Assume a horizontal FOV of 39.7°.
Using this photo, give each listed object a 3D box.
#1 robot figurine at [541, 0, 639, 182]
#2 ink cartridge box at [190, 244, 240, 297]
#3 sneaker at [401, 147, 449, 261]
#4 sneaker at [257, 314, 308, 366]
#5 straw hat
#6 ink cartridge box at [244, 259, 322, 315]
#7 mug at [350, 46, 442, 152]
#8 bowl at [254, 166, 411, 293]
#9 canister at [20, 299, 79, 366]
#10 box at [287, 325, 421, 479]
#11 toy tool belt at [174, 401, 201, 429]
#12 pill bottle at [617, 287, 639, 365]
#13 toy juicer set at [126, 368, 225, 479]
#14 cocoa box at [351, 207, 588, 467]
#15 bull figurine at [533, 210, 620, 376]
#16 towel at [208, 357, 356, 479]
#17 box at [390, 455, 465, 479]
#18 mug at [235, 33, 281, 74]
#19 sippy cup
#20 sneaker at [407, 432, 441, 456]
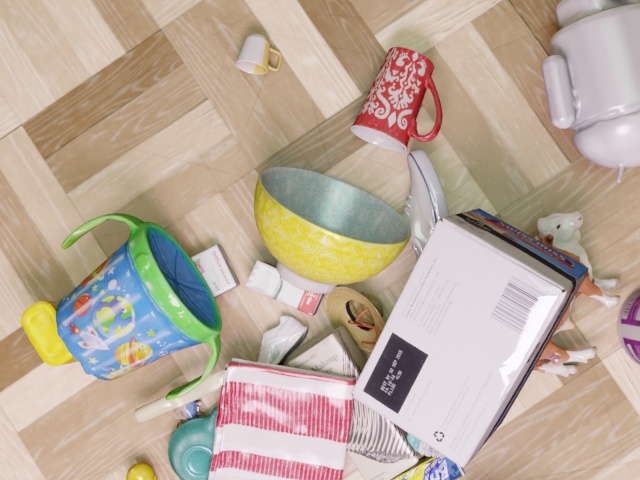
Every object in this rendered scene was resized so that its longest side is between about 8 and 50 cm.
[{"bbox_3d":[0.530,-0.281,1.575,0.300,0.200,0.353,-11,85,-16],"label":"robot figurine"},{"bbox_3d":[-0.226,0.073,1.675,0.122,0.052,0.088,-27,85,0],"label":"ink cartridge box"},{"bbox_3d":[0.187,-0.040,1.635,0.091,0.094,0.258,-14,87,-2],"label":"sneaker"},{"bbox_3d":[-0.090,0.207,1.664,0.061,0.053,0.152,38,84,14],"label":"sneaker"},{"bbox_3d":[0.081,0.132,1.645,0.144,0.144,0.061,48,52,5],"label":"straw hat"},{"bbox_3d":[-0.063,0.087,1.641,0.135,0.099,0.056,24,89,4],"label":"ink cartridge box"},{"bbox_3d":[0.155,-0.257,1.649,0.150,0.113,0.169,22,84,-5],"label":"mug"},{"bbox_3d":[0.000,0.000,1.575,0.290,0.289,0.156,24,111,5],"label":"bowl"},{"bbox_3d":[-0.470,0.167,1.626,0.073,0.170,0.126,-33,85,1],"label":"canister"},{"bbox_3d":[0.067,0.301,1.614,0.113,0.094,0.275,-37,85,15],"label":"box"},{"bbox_3d":[-0.246,0.319,1.663,0.051,0.052,0.083,-6,87,12],"label":"toy tool belt"},{"bbox_3d":[0.622,0.150,1.493,0.169,0.301,0.169,0,87,4],"label":"pill bottle"},{"bbox_3d":[-0.253,0.396,1.637,0.209,0.089,0.328,-4,98,3],"label":"toy juicer set"},{"bbox_3d":[0.253,0.151,1.487,0.231,0.228,0.347,31,109,20],"label":"cocoa box"},{"bbox_3d":[0.431,0.102,1.605,0.188,0.101,0.310,24,97,1],"label":"bull figurine"},{"bbox_3d":[-0.075,0.385,1.567,0.237,0.037,0.328,9,97,0],"label":"towel"},{"bbox_3d":[0.176,0.439,1.617,0.169,0.054,0.059,-27,86,-6],"label":"box"},{"bbox_3d":[-0.121,-0.357,1.699,0.062,0.078,0.064,3,76,36],"label":"mug"},{"bbox_3d":[-0.327,0.122,1.543,0.224,0.240,0.305,-34,58,6],"label":"sippy cup"},{"bbox_3d":[0.218,0.342,1.598,0.167,0.076,0.065,4,111,-32],"label":"sneaker"}]
